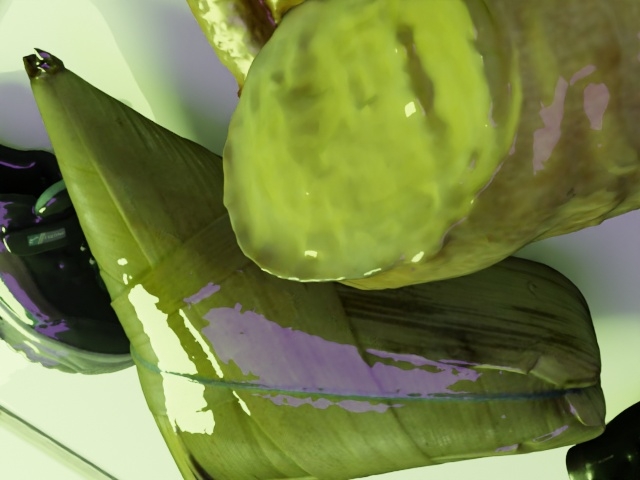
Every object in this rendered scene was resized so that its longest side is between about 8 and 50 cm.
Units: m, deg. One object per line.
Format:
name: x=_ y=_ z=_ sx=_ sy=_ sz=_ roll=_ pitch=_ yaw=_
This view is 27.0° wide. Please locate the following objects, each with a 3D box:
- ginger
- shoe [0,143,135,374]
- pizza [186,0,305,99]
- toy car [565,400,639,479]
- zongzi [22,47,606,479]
ginger: x=0.120 y=-0.076 z=0.476 sx=0.353 sy=0.126 sz=0.190 roll=-20 pitch=158 yaw=12
shoe: x=-0.144 y=-0.005 z=0.686 sx=0.169 sy=0.071 sz=0.099 roll=34 pitch=123 yaw=-8
pizza: x=0.010 y=-0.121 z=0.547 sx=0.161 sy=0.062 sz=0.182 roll=1 pitch=125 yaw=11
toy car: x=0.169 y=0.161 z=0.614 sx=0.089 sy=0.210 sz=0.108 roll=-31 pitch=107 yaw=33
zongzi: x=0.000 y=0.000 z=0.627 sx=0.228 sy=0.115 sz=0.256 roll=-14 pitch=109 yaw=19
